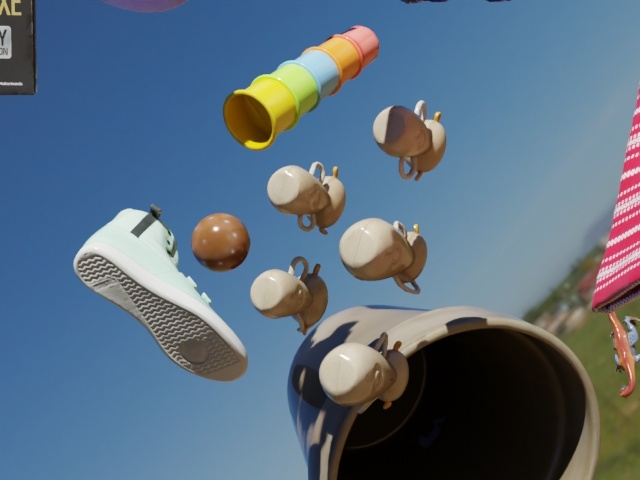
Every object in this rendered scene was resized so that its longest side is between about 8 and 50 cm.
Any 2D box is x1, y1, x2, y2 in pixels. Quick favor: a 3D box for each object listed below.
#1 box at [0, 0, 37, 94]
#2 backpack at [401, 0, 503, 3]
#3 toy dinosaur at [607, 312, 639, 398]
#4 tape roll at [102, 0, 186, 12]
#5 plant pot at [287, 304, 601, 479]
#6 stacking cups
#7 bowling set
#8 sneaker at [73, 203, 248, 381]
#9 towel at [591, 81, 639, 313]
[{"bbox_3d":[-0.518,-0.306,1.814,0.076,0.308,0.242,-138,48,-79],"label":"box"},{"bbox_3d":[0.083,-0.251,1.052,0.158,0.173,0.117,-56,-45,-37],"label":"backpack"},{"bbox_3d":[0.305,0.117,1.447,0.047,0.090,0.082,-35,23,35],"label":"toy dinosaur"},{"bbox_3d":[-0.228,-0.393,1.609,0.090,0.275,0.275,-58,0,-34],"label":"tape roll"},{"bbox_3d":[0.102,0.199,1.588,0.323,0.323,0.280,-46,27,-5],"label":"plant pot"},{"bbox_3d":[-0.012,-0.240,2.121,0.316,0.096,0.096,-38,-12,-42],"label":"stacking cups"},{"bbox_3d":[0.000,0.000,1.302,0.154,0.200,0.287,14,-89,-68],"label":"bowling set"},{"bbox_3d":[-0.176,0.058,1.798,0.094,0.256,0.151,-43,11,33],"label":"sneaker"},{"bbox_3d":[0.275,-0.093,1.075,0.199,0.031,0.274,131,158,-68],"label":"towel"}]
